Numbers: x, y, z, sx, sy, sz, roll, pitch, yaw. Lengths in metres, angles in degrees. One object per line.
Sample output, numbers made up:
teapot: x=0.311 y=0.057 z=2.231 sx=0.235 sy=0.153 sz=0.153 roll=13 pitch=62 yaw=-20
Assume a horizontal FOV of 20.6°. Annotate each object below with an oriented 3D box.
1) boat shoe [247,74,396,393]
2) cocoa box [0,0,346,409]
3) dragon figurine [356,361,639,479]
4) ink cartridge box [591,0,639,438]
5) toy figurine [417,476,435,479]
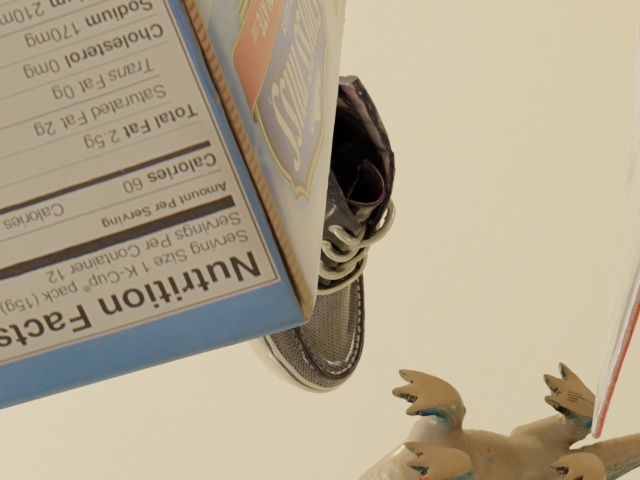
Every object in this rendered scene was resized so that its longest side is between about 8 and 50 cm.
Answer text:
boat shoe: x=0.000 y=0.000 z=1.535 sx=0.158 sy=0.127 sz=0.341 roll=12 pitch=-49 yaw=46
cocoa box: x=-0.132 y=-0.111 z=0.676 sx=0.231 sy=0.347 sz=0.228 roll=-17 pitch=-65 yaw=11
dragon figurine: x=0.097 y=0.144 z=0.973 sx=0.289 sy=0.085 sz=0.144 roll=-1 pitch=-41 yaw=-14
ink cartridge box: x=0.166 y=-0.106 z=0.651 sx=0.066 sy=0.261 sz=0.296 roll=10 pitch=-40 yaw=4
toy figurine: x=0.217 y=-0.008 z=0.483 sx=0.191 sy=0.217 sz=0.362 roll=41 pitch=-71 yaw=5
